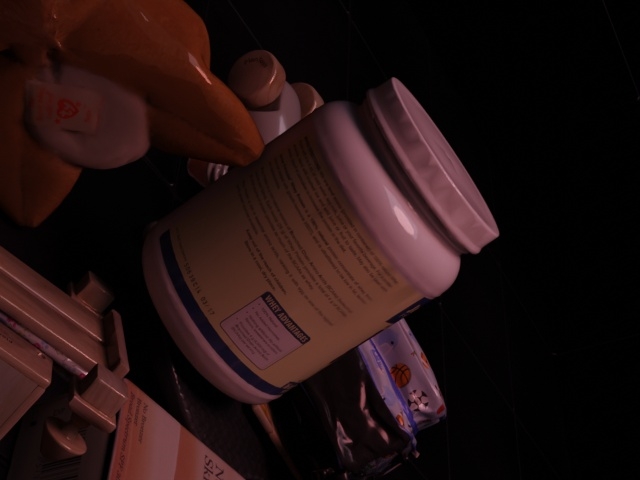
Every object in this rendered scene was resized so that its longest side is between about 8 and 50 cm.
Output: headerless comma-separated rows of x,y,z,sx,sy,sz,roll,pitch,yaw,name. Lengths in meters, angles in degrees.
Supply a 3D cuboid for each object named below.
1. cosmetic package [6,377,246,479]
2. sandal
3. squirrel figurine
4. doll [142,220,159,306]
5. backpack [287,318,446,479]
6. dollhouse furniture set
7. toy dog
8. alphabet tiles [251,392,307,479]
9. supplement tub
-0.170,0.284,1.047,0.296,0.129,0.153,51,30,-43,cosmetic package
-0.132,0.230,1.243,0.446,0.107,0.168,64,16,-55,sandal
-0.259,-0.273,1.087,0.370,0.281,0.397,-94,158,-46,squirrel figurine
-0.171,0.057,1.331,0.189,0.046,0.129,59,34,-16,doll
0.040,0.191,1.357,0.263,0.213,0.276,90,-21,-68,backpack
-0.341,0.076,0.909,0.303,0.174,0.355,41,4,-21,dollhouse furniture set
-0.115,-0.120,1.523,0.220,0.161,0.334,58,40,-38,toy dog
-0.073,0.169,1.377,0.342,0.011,0.285,66,5,-45,alphabet tiles
0.000,0.000,1.107,0.235,0.325,0.235,51,15,-19,supplement tub
